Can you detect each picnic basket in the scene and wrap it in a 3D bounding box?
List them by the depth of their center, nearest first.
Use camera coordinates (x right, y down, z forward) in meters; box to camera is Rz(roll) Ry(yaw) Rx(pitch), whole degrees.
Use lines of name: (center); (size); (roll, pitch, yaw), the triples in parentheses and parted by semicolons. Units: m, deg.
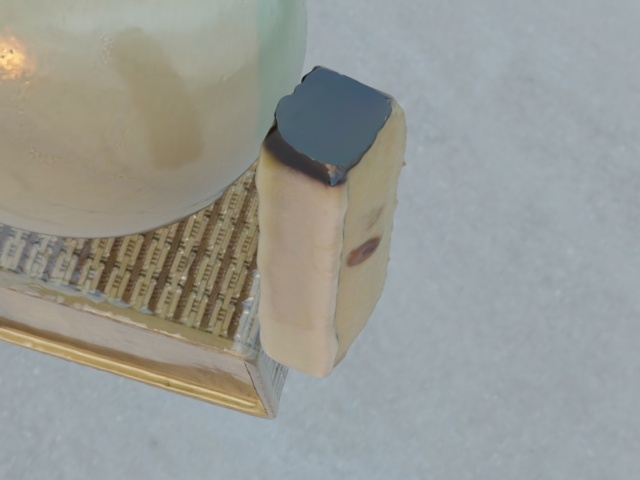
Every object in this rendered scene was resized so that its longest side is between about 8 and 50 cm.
picnic basket: (-0.158, -0.010, 1.070); (0.313, 0.228, 0.175); (16, 74, 7)

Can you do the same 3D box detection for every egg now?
egg: (-0.121, -0.110, 0.708); (0.269, 0.219, 0.219); (-2, 47, -50)

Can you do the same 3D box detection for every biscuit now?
biscuit: (0.000, 0.000, 0.618); (0.052, 0.188, 0.056); (23, 63, 12)
